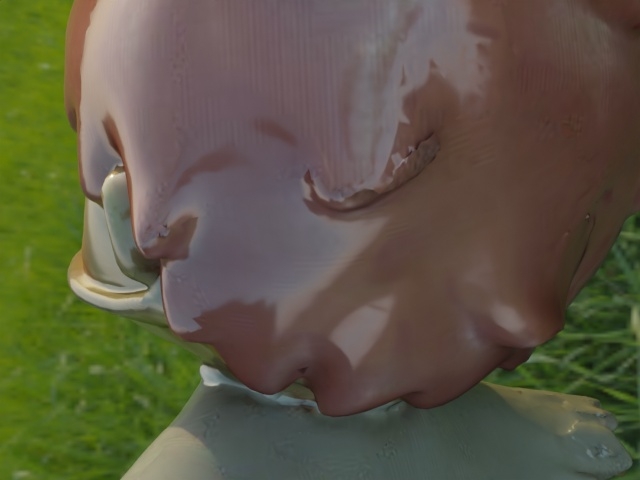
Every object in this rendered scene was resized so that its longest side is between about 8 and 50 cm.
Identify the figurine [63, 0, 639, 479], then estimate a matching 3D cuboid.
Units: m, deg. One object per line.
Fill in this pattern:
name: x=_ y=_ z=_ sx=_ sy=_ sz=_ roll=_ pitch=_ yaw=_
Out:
figurine: x=0.000 y=0.000 z=0.388 sx=0.166 sy=0.207 sz=0.387 roll=6 pitch=99 yaw=47
